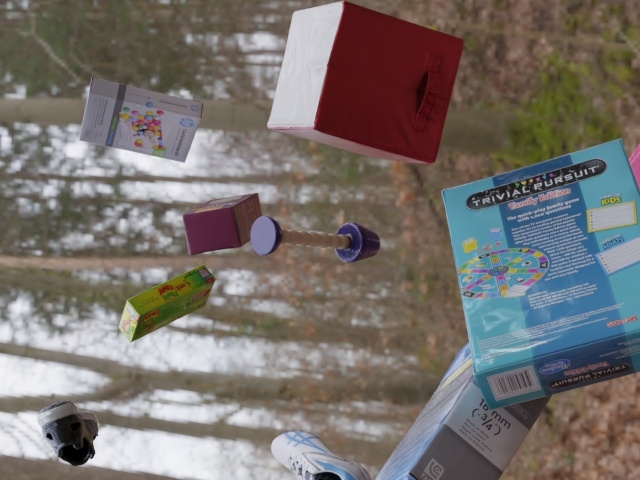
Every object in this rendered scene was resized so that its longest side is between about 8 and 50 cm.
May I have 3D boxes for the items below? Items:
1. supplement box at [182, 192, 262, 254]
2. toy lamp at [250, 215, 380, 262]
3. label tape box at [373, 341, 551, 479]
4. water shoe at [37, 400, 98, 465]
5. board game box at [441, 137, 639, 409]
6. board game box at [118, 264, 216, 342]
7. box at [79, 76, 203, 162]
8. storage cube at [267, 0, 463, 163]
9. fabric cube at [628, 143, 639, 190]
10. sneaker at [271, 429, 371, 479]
[{"bbox_3d":[-0.184,-0.034,2.278,0.188,0.104,0.080,-43,-57,-74],"label":"supplement box"},{"bbox_3d":[0.000,0.000,2.171,0.275,0.080,0.080,2,-86,-44],"label":"toy lamp"},{"bbox_3d":[0.193,0.251,1.579,0.333,0.106,0.240,-50,-3,-32],"label":"label tape box"},{"bbox_3d":[-0.355,0.285,1.680,0.203,0.073,0.080,80,168,-73],"label":"water shoe"},{"bbox_3d":[0.304,0.035,1.512,0.336,0.254,0.079,-93,-17,-47],"label":"board game box"},{"bbox_3d":[-0.292,0.119,2.257,0.181,0.043,0.092,-26,-25,-37],"label":"board game box"},{"bbox_3d":[-0.303,-0.199,1.989,0.145,0.186,0.038,122,155,-57],"label":"box"},{"bbox_3d":[0.061,-0.223,1.689,0.215,0.193,0.183,15,92,67],"label":"storage cube"},{"bbox_3d":[0.684,-0.021,2.165,0.254,0.259,0.258,-59,18,17],"label":"fabric cube"},{"bbox_3d":[-0.013,0.414,2.162,0.086,0.237,0.085,-23,-61,-39],"label":"sneaker"}]
